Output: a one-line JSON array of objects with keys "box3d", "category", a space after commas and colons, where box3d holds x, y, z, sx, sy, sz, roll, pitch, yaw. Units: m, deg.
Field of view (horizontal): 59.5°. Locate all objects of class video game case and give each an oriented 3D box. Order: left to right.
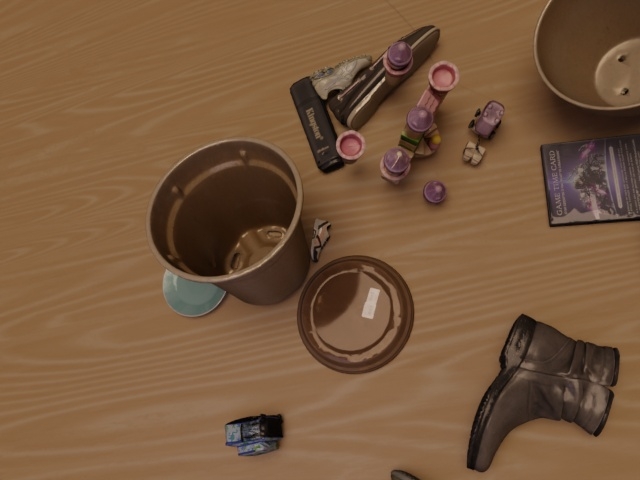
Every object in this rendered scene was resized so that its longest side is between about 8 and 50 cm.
[{"box3d": [0.635, -0.134, 1.217, 0.275, 0.026, 0.195, -5, 72, 16], "category": "video game case"}]

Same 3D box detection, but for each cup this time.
[{"box3d": [0.639, -0.389, 1.159, 0.331, 0.237, 0.330, -7, 77, 33], "category": "cup"}]

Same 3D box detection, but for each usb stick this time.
[{"box3d": [-0.010, -0.304, 1.451, 0.077, 0.045, 0.277, -22, 69, 8], "category": "usb stick"}]

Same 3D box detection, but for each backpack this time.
[{"box3d": [-0.151, 0.430, 1.232, 0.115, 0.105, 0.084, -13, 69, 18], "category": "backpack"}]

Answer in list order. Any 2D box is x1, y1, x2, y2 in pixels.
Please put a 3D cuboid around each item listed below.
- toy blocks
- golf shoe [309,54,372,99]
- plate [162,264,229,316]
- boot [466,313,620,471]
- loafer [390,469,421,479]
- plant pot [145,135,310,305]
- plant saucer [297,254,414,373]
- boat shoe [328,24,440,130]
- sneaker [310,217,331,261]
[{"box3d": [0.226, -0.248, 1.204, 0.309, 0.260, 0.288, 28, 88, 3], "category": "toy blocks"}, {"box3d": [0.062, -0.426, 1.464, 0.176, 0.069, 0.085, -24, 101, -8], "category": "golf shoe"}, {"box3d": [-0.314, 0.103, 1.427, 0.188, 0.024, 0.188, -5, 73, 16], "category": "plate"}, {"box3d": [0.435, 0.329, 1.088, 0.223, 0.118, 0.338, 23, 85, 17], "category": "boot"}, {"box3d": [0.222, 0.554, 1.086, 0.251, 0.094, 0.087, 40, 83, 23], "category": "loafer"}, {"box3d": [-0.165, -0.008, 1.249, 0.334, 0.305, 0.333, -5, 64, 11], "category": "plant pot"}, {"box3d": [0.074, 0.163, 1.284, 0.278, 0.041, 0.277, -5, 71, 15], "category": "plant saucer"}, {"box3d": [0.156, -0.427, 1.405, 0.335, 0.112, 0.095, -47, 71, 3], "category": "boat shoe"}, {"box3d": [0.000, 0.000, 1.357, 0.044, 0.040, 0.109, 8, 82, 2], "category": "sneaker"}]
